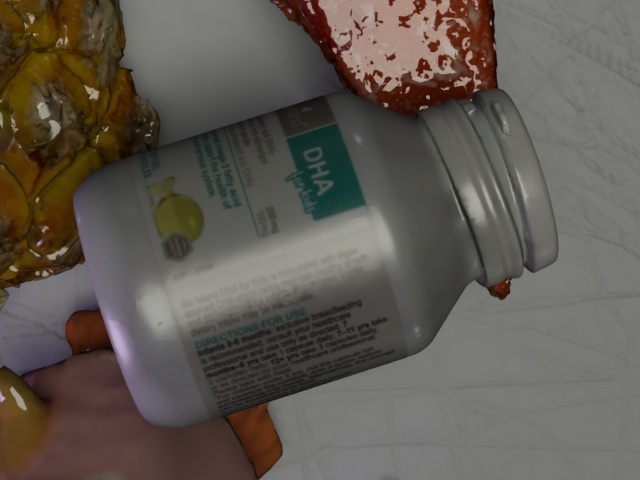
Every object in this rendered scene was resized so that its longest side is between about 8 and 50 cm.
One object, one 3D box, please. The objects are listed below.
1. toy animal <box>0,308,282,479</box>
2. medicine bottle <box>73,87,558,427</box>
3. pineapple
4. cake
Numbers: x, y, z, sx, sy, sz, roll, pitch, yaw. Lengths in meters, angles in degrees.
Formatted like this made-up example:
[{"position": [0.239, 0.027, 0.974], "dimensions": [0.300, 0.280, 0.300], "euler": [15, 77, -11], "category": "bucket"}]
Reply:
[{"position": [-0.126, 0.164, 0.925], "dimensions": [0.195, 0.281, 0.169], "euler": [43, 115, -16], "category": "toy animal"}, {"position": [0.000, 0.000, 0.892], "dimensions": [0.215, 0.135, 0.135], "euler": [-18, 103, -2], "category": "medicine bottle"}, {"position": [-0.181, -0.019, 0.931], "dimensions": [0.158, 0.161, 0.334], "euler": [42, 91, -15], "category": "pineapple"}, {"position": [0.073, -0.091, 0.984], "dimensions": [0.117, 0.086, 0.220], "euler": [-37, 102, 3], "category": "cake"}]
